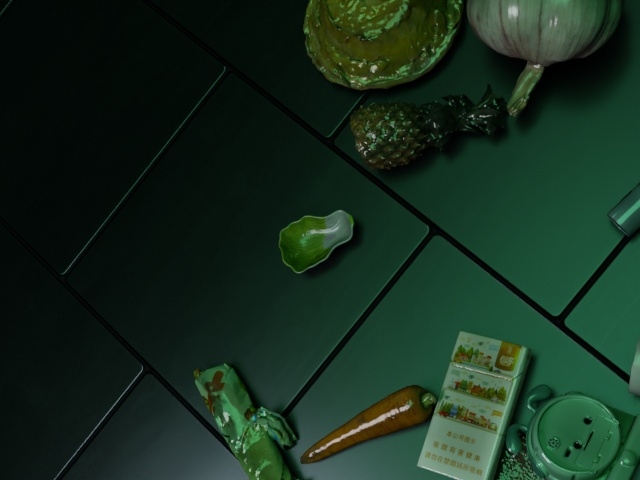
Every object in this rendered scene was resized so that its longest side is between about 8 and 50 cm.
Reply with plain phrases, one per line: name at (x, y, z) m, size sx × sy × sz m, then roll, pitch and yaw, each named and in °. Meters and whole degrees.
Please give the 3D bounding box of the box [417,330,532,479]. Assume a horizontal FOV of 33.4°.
box at (0.235, 0.256, 1.622) m, size 0.122 × 0.032 × 0.220 m, roll 11°, pitch 76°, yaw 37°

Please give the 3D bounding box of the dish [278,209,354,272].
dish at (0.000, 0.000, 1.785) m, size 0.137 × 0.039 × 0.091 m, roll -26°, pitch 65°, yaw 12°

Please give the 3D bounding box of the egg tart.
egg tart at (0.096, -0.396, 1.800) m, size 0.295 × 0.116 × 0.294 m, roll -6°, pitch 74°, yaw 20°

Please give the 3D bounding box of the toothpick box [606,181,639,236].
toothpick box at (0.482, -0.051, 1.612) m, size 0.083 × 0.052 × 0.052 m, roll -44°, pitch 67°, yaw 7°

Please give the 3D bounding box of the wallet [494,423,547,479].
wallet at (0.340, 0.396, 1.570) m, size 0.243 × 0.039 × 0.133 m, roll 37°, pitch 97°, yaw 23°

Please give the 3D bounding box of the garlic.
garlic at (0.336, -0.316, 1.652) m, size 0.245 × 0.245 × 0.253 m, roll 13°, pitch 106°, yaw 22°

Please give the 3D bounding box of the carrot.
carrot at (0.075, 0.295, 1.687) m, size 0.257 × 0.061 × 0.061 m, roll -30°, pitch 69°, yaw 22°

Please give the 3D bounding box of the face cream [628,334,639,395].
face cream at (0.553, 0.195, 1.505) m, size 0.214 × 0.096 × 0.095 m, roll 12°, pitch 82°, yaw 22°

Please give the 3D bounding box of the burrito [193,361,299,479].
burrito at (-0.107, 0.309, 1.746) m, size 0.104 × 0.054 × 0.288 m, roll -36°, pitch 67°, yaw 7°

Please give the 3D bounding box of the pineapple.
pineapple at (0.179, -0.192, 1.733) m, size 0.251 × 0.125 × 0.125 m, roll -13°, pitch 74°, yaw 12°

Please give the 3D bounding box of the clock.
clock at (0.370, 0.291, 1.546) m, size 0.189 × 0.060 × 0.148 m, roll 22°, pitch 67°, yaw 20°
